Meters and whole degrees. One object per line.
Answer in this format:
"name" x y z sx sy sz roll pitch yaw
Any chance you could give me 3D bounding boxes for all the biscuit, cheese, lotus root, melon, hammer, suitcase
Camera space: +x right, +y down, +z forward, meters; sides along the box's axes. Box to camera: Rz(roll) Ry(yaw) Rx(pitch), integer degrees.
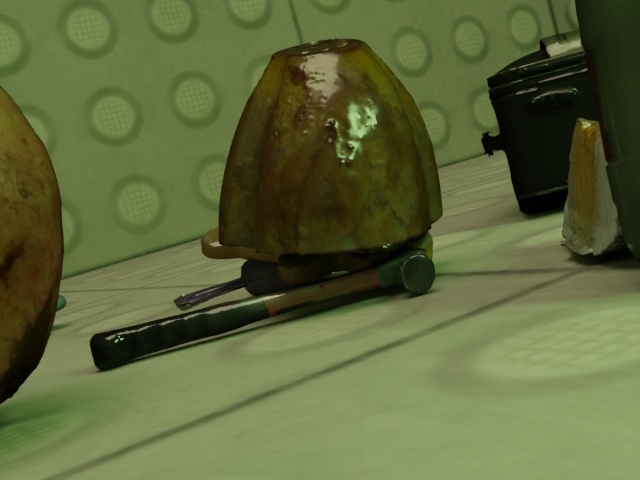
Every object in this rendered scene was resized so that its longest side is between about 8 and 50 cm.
"biscuit" 0.000 0.000 0.928 0.234 0.030 0.153 8 32 31
"cheese" -0.058 0.036 0.988 0.191 0.042 0.105 -17 4 -10
"lotus root" -0.001 -0.081 0.824 0.188 0.179 0.199 -2 13 20
"melon" 0.241 -0.044 0.701 0.140 0.093 0.202 -7 10 6
"hammer" -0.050 0.055 0.785 0.288 0.033 0.111 -15 5 1
"suitcase" 0.392 -0.169 1.070 0.434 0.194 0.283 -16 4 14

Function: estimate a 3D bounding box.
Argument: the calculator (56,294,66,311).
"calculator" -0.439 0.126 1.162 0.186 0.041 0.299 -10 9 45

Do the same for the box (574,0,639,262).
"box" 0.240 -0.093 0.550 0.148 0.210 0.129 -11 -2 40

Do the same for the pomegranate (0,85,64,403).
"pomegranate" -0.324 0.005 0.609 0.322 0.322 0.322 -15 5 1
